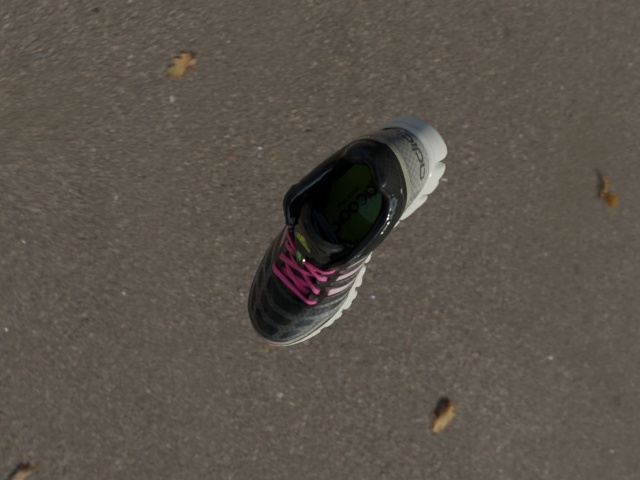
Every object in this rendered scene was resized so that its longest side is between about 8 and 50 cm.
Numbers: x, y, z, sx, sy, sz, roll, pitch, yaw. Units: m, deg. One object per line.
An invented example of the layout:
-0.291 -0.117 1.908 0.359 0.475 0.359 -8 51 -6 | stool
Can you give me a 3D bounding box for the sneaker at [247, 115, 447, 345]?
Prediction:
0.000 0.000 0.497 0.170 0.063 0.075 -51 164 27 | sneaker
